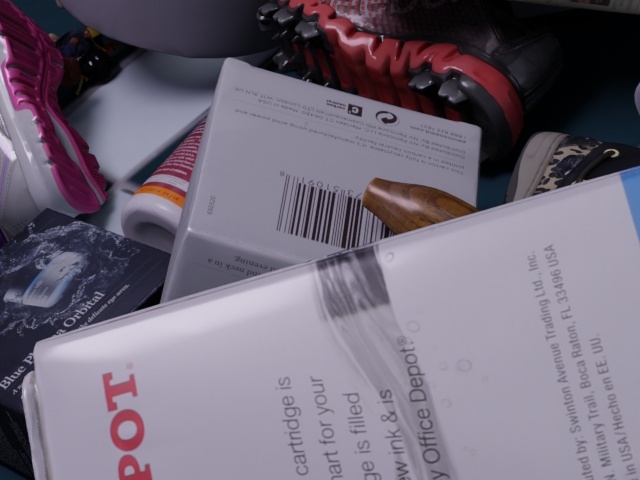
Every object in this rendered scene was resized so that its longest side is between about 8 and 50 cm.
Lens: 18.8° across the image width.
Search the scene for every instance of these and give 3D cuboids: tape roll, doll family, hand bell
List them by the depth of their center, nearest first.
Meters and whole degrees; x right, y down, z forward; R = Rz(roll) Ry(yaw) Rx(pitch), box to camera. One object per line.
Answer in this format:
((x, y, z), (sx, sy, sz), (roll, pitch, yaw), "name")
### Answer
((0.132, 0.024, 1.126), (0.242, 0.126, 0.126), (25, 55, 17), "hand bell")
((-0.111, -0.236, 1.608), (0.219, 0.072, 0.219), (7, 34, -5), "tape roll")
((-0.200, -0.176, 1.661), (0.111, 0.076, 0.193), (26, 63, 40), "doll family")

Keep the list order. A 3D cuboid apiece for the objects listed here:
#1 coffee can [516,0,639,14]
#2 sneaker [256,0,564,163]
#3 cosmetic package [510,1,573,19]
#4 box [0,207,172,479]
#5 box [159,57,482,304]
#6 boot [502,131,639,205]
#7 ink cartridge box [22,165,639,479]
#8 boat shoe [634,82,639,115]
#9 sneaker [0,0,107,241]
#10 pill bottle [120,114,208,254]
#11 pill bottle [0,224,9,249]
((0.162, -0.263, 1.343), (0.275, 0.202, 0.202), (7, 42, 5), "coffee can")
((0.071, -0.149, 1.463), (0.135, 0.098, 0.276), (-42, 43, -23), "sneaker")
((0.189, -0.243, 1.530), (0.231, 0.085, 0.117), (-8, 39, 16), "cosmetic package")
((-0.176, 0.074, 1.321), (0.158, 0.093, 0.156), (18, 53, 43), "box")
((0.000, 0.000, 1.237), (0.181, 0.119, 0.182), (15, 41, -6), "box")
((0.197, 0.016, 1.209), (0.178, 0.085, 0.236), (0, 44, 22), "boot")
((0.082, 0.148, 0.948), (0.394, 0.166, 0.286), (-16, 68, 9), "ink cartridge box")
((0.335, -0.091, 1.266), (0.267, 0.096, 0.088), (11, 53, 48), "boat shoe")
((-0.263, -0.104, 1.533), (0.111, 0.103, 0.252), (-32, 56, 15), "sneaker")
((-0.070, -0.043, 1.414), (0.086, 0.086, 0.152), (12, 50, 37), "pill bottle")
((-0.292, -0.011, 1.399), (0.108, 0.193, 0.108), (-14, 37, 11), "pill bottle")
